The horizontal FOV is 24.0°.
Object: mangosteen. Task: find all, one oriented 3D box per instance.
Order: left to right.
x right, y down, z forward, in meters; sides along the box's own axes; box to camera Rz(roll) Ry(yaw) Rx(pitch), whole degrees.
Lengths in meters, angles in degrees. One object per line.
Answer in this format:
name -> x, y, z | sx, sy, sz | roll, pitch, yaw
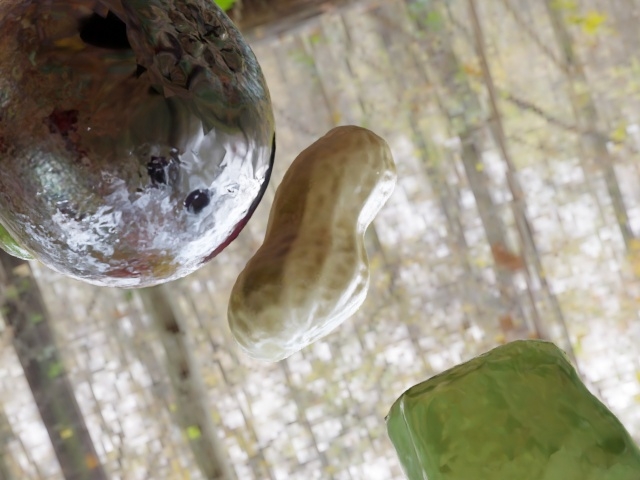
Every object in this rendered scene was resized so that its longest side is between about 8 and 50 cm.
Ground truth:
mangosteen -> -0.189, -0.090, 1.322 | 0.300, 0.300, 0.300 | -19, -170, 3

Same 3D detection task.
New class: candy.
candy -> 0.158, 0.221, 0.867 | 0.142, 0.343, 0.132 | -23, 162, -15

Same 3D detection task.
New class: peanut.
peanut -> 0.000, 0.000, 1.500 | 0.125, 0.274, 0.111 | 17, 157, 14
